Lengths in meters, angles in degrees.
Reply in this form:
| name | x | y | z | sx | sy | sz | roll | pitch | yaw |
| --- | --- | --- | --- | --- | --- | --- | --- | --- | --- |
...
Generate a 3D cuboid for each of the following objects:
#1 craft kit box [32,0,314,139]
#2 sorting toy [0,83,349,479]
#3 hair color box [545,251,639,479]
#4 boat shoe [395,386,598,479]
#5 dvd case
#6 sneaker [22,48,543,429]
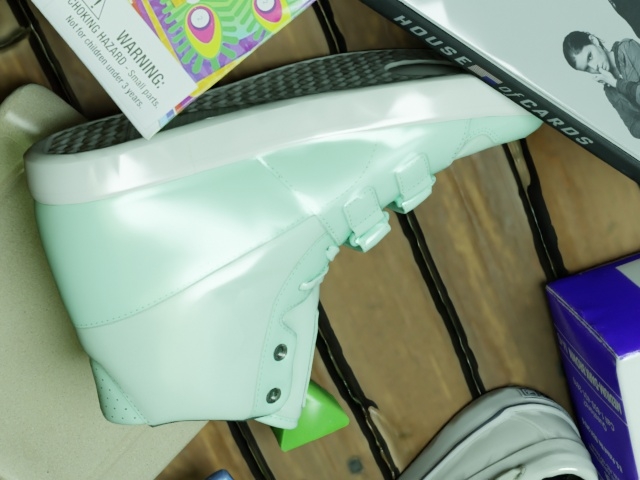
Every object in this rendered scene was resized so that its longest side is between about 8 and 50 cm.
| name | x | y | z | sx | sy | sz | roll | pitch | yaw |
| --- | --- | --- | --- | --- | --- | --- | --- | --- | --- |
| craft kit box | -0.048 | -0.209 | 0.560 | 0.246 | 0.061 | 0.250 | -39 | 99 | 5 |
| sorting toy | -0.137 | 0.045 | 0.738 | 0.347 | 0.047 | 0.196 | 40 | 95 | -22 |
| hair color box | 0.254 | 0.156 | 0.821 | 0.185 | 0.110 | 0.339 | -18 | 112 | -6 |
| boat shoe | 0.050 | 0.200 | 0.808 | 0.096 | 0.088 | 0.267 | 40 | 99 | -22 |
| dvd case | 0.117 | -0.144 | 0.675 | 0.238 | 0.029 | 0.179 | 31 | 74 | -18 |
| sneaker | -0.001 | 0.000 | 0.698 | 0.256 | 0.094 | 0.151 | -16 | 109 | -22 |
